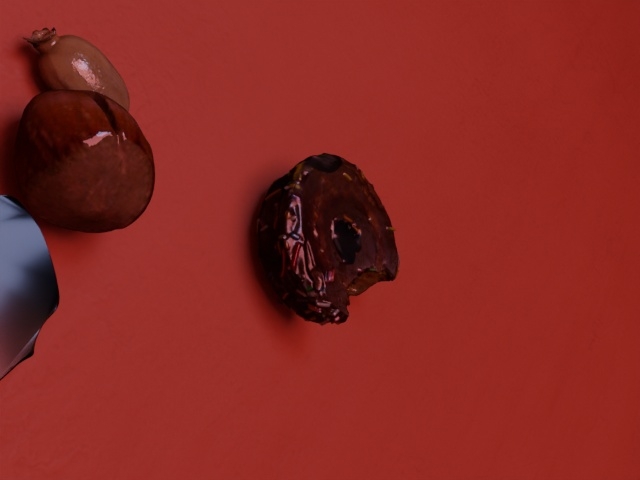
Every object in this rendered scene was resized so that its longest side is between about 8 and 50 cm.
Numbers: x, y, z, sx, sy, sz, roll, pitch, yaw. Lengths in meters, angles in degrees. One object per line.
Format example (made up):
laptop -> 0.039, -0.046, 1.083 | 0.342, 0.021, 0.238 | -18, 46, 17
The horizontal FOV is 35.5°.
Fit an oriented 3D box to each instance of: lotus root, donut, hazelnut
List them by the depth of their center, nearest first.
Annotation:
hazelnut -> -0.240, -0.081, 1.013 | 0.154, 0.143, 0.143 | 43, 48, -45
lotus root -> -0.253, -0.174, 1.068 | 0.150, 0.062, 0.073 | 48, 45, -33
donut -> 0.001, -0.001, 1.307 | 0.216, 0.096, 0.230 | 59, 41, -17

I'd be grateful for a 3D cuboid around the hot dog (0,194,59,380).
hot dog -> -0.376, 0.084, 0.809 | 0.326, 0.107, 0.194 | -19, 85, -43
